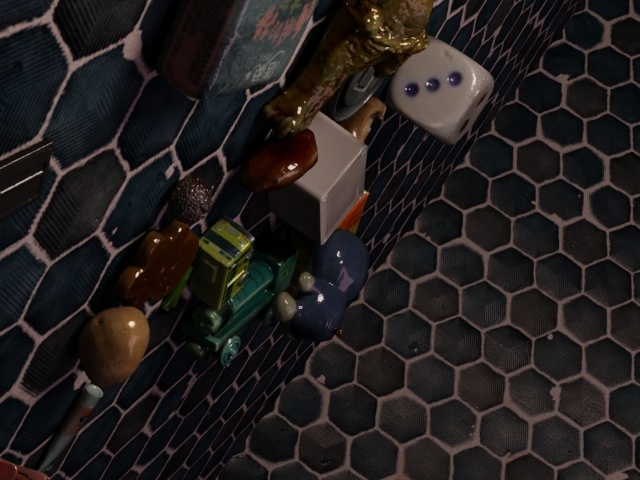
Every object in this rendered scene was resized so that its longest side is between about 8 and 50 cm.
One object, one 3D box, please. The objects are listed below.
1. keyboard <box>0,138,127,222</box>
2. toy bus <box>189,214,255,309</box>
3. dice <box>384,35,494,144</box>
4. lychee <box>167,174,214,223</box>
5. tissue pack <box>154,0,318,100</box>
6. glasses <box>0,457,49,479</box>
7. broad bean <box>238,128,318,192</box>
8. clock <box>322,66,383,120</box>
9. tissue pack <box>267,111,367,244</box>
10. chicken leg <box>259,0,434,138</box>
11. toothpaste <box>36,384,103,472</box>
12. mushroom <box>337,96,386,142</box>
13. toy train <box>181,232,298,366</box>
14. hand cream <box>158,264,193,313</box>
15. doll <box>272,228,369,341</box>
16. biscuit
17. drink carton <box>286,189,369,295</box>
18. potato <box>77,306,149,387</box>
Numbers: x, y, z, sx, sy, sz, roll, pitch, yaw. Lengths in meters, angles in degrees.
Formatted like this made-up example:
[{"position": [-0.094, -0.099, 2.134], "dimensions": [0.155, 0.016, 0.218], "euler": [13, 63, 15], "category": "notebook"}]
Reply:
[{"position": [-0.364, -0.048, 1.139], "dimensions": [0.381, 0.041, 0.103], "euler": [-31, 155, -47], "category": "keyboard"}, {"position": [-0.185, 0.044, 1.884], "dimensions": [0.101, 0.088, 0.175], "euler": [-45, 165, -33], "category": "toy bus"}, {"position": [0.274, -0.343, 2.325], "dimensions": [0.192, 0.193, 0.194], "euler": [-55, 166, 6], "category": "dice"}, {"position": [-0.203, -0.065, 1.586], "dimensions": [0.083, 0.068, 0.067], "euler": [-37, -152, -4], "category": "lychee"}, {"position": [-0.070, -0.340, 1.290], "dimensions": [0.228, 0.103, 0.316], "euler": [-28, 150, -60], "category": "tissue pack"}, {"position": [-0.403, 0.164, 0.993], "dimensions": [0.118, 0.268, 0.234], "euler": [-38, 170, -17], "category": "glasses"}, {"position": [-0.073, -0.136, 1.781], "dimensions": [0.165, 0.114, 0.084], "euler": [-45, 122, -44], "category": "broad bean"}, {"position": [0.079, -0.335, 1.965], "dimensions": [0.226, 0.049, 0.226], "euler": [-51, 168, -15], "category": "clock"}, {"position": [-0.007, -0.121, 2.002], "dimensions": [0.159, 0.136, 0.246], "euler": [-50, 167, -17], "category": "tissue pack"}, {"position": [0.057, -0.323, 1.749], "dimensions": [0.361, 0.140, 0.211], "euler": [-48, 149, 16], "category": "chicken leg"}, {"position": [-0.453, 0.344, 1.809], "dimensions": [0.205, 0.036, 0.056], "euler": [-55, 170, 18], "category": "toothpaste"}, {"position": [0.078, -0.247, 2.126], "dimensions": [0.094, 0.072, 0.210], "euler": [101, 15, -52], "category": "mushroom"}, {"position": [-0.170, 0.126, 2.107], "dimensions": [0.298, 0.120, 0.194], "euler": [-41, 154, -46], "category": "toy train"}, {"position": [-0.265, 0.090, 1.858], "dimensions": [0.036, 0.023, 0.122], "euler": [-10, 138, -44], "category": "hand cream"}, {"position": [0.008, 0.093, 2.177], "dimensions": [0.228, 0.154, 0.259], "euler": [74, 34, -62], "category": "doll"}, {"position": [-0.270, 0.041, 1.682], "dimensions": [0.180, 0.039, 0.236], "euler": [-58, 168, 3], "category": "biscuit"}, {"position": [0.000, 0.000, 2.402], "dimensions": [0.154, 0.111, 0.351], "euler": [-46, 166, -31], "category": "drink carton"}, {"position": [-0.331, 0.168, 1.630], "dimensions": [0.147, 0.112, 0.112], "euler": [-56, 168, 30], "category": "potato"}]
